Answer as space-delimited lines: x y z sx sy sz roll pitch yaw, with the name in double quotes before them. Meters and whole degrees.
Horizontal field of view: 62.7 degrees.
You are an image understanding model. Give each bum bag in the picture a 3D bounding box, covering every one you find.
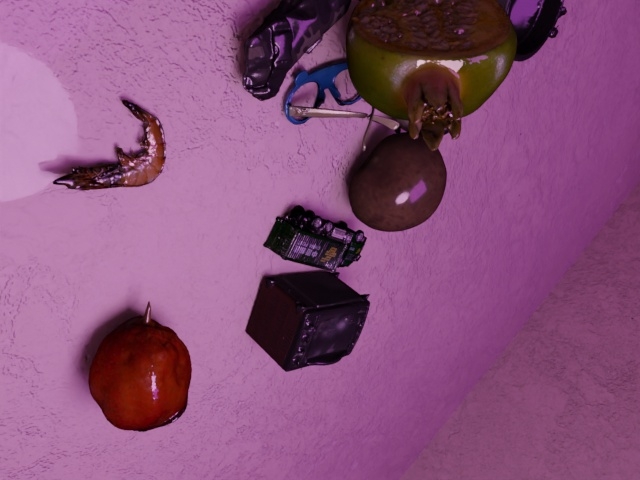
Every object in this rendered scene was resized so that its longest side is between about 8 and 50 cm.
"bum bag" -0.028 -0.401 0.949 0.340 0.095 0.144 -47 158 -7

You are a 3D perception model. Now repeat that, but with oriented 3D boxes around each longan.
"longan" 0.189 -0.140 1.266 0.246 0.215 0.245 -22 120 -43

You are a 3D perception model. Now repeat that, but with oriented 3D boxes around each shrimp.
"shrimp" -0.334 -0.151 0.847 0.195 0.035 0.147 -17 130 -47

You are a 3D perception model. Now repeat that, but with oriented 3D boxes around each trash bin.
"trash bin" 0.348 -0.522 1.124 0.277 0.263 0.217 4 113 -47

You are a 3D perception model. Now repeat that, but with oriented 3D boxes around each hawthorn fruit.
"hawthorn fruit" -0.335 0.239 1.002 0.190 0.190 0.251 -9 118 -43

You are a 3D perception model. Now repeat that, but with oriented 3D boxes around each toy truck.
"toy truck" 0.000 0.000 1.264 0.259 0.088 0.121 16 102 -49

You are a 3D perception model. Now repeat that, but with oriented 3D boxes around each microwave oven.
"microwave oven" -0.022 0.191 1.290 0.248 0.188 0.177 -2 116 -45

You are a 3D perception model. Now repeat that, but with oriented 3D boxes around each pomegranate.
"pomegranate" 0.199 -0.307 0.986 0.216 0.310 0.358 91 2 -60

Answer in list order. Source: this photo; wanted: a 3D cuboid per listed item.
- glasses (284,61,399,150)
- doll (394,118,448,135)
"glasses" 0.054 -0.263 1.094 0.239 0.206 0.102 -26 168 -30
"doll" 0.273 -0.352 1.269 0.143 0.135 0.234 45 78 -26
